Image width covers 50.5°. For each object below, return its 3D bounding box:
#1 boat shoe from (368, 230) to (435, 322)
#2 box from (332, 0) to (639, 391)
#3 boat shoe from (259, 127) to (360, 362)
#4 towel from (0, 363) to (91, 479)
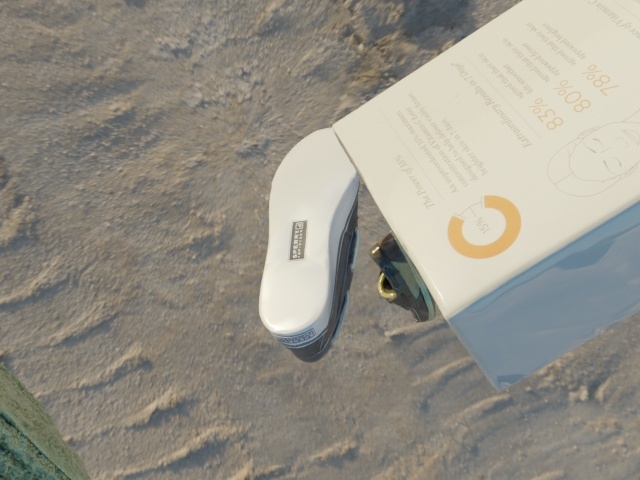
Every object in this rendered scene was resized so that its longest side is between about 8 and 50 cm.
[{"bbox_3d":[0.120,0.059,1.014,0.073,0.080,0.223,-23,142,1],"label":"boat shoe"},{"bbox_3d":[0.220,-0.075,0.545,0.345,0.215,0.168,-32,141,7],"label":"box"},{"bbox_3d":[0.000,0.000,0.823,0.108,0.102,0.301,-5,55,17],"label":"boat shoe"},{"bbox_3d":[-0.158,0.074,0.316,0.027,0.110,0.148,-44,134,-18],"label":"towel"}]
